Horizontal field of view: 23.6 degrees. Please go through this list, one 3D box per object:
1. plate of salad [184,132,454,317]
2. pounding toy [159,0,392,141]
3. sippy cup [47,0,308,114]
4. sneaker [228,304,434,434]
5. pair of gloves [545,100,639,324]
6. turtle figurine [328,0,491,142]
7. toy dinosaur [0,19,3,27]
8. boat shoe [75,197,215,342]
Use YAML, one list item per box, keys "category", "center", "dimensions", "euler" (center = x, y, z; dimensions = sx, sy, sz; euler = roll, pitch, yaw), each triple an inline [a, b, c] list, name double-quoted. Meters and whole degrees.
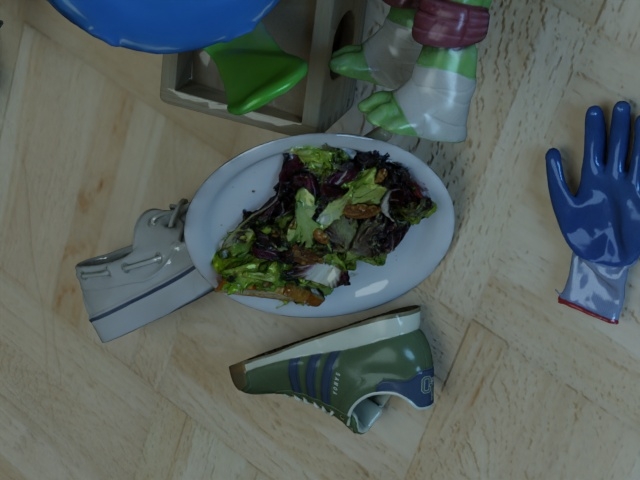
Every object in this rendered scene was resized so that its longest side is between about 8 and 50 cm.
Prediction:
- category: "plate of salad"
  center: [0.000, 0.000, 1.121]
  dimensions: [0.200, 0.200, 0.048]
  euler: [-49, 31, 37]
- category: "pounding toy"
  center: [-0.018, -0.118, 1.142]
  dimensions: [0.181, 0.094, 0.206]
  euler: [16, 118, 16]
- category: "sippy cup"
  center: [-0.109, -0.223, 0.917]
  dimensions: [0.240, 0.305, 0.224]
  euler: [-63, 28, 17]
- category: "sneaker"
  center: [0.011, 0.115, 1.213]
  dimensions: [0.192, 0.064, 0.086]
  euler: [-20, 88, 37]
- category: "pair of gloves"
  center: [0.236, -0.005, 1.029]
  dimensions: [0.198, 0.023, 0.159]
  euler: [21, 115, 30]
- category: "turtle figurine"
  center: [0.052, -0.212, 0.939]
  dimensions: [0.198, 0.274, 0.266]
  euler: [34, 118, 33]
- category: "toy dinosaur"
  center: [-0.293, -0.318, 1.261]
  dimensions: [0.296, 0.200, 0.127]
  euler: [-52, 27, 11]
- category: "boat shoe"
  center: [-0.120, 0.010, 1.261]
  dimensions: [0.258, 0.095, 0.084]
  euler: [-27, 92, 39]
